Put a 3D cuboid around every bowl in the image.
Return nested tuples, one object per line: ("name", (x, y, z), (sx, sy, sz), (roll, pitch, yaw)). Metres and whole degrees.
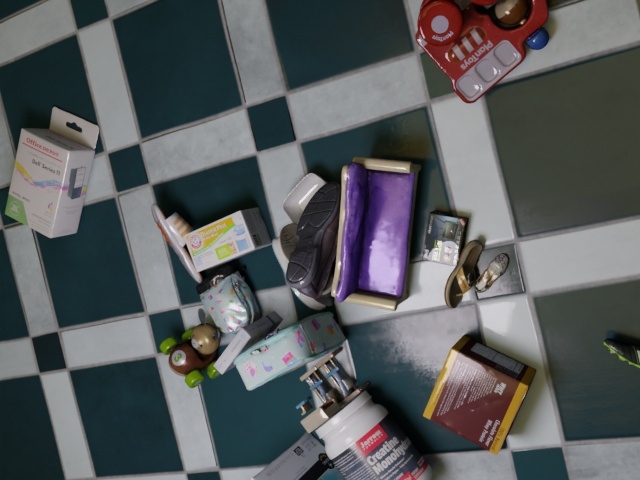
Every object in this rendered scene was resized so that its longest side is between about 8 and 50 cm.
("bowl", (-0.011, -0.090, 1.894), (0.142, 0.053, 0.142), (48, 112, 13))

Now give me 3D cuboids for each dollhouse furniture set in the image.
("dollhouse furniture set", (0.014, 0.382, 1.878), (0.129, 0.183, 0.129), (-42, 79, 23))

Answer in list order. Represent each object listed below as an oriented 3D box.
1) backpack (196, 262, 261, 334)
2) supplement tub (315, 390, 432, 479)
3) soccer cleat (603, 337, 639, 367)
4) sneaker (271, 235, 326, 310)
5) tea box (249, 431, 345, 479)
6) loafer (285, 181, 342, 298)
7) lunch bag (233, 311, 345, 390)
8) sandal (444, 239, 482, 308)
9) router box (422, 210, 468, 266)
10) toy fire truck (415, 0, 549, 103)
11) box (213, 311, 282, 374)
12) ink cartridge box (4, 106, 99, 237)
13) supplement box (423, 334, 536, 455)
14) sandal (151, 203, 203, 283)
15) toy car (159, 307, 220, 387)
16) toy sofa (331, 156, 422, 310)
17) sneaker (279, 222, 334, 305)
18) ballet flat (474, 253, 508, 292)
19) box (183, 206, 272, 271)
("backpack", (-0.252, 0.172, 2.011), (0.152, 0.115, 0.182), (-34, 86, 22))
("supplement tub", (0.134, 0.540, 1.842), (0.191, 0.191, 0.272), (-43, 79, 23))
("soccer cleat", (0.719, 0.254, 1.611), (0.178, 0.060, 0.072), (29, 99, 12))
("sneaker", (-0.039, 0.077, 1.916), (0.092, 0.087, 0.229), (-29, 88, 17))
("tea box", (-0.043, 0.727, 1.875), (0.323, 0.329, 0.220), (42, 111, 12))
("loafer", (0.000, 0.000, 1.774), (0.109, 0.095, 0.303), (-5, 54, 38))
("lunch bag", (-0.083, 0.279, 1.856), (0.224, 0.279, 0.108), (-30, 81, 27))
("sandal", (0.349, 0.086, 1.742), (0.049, 0.072, 0.180), (34, 107, 40))
("router box", (0.304, -0.004, 1.771), (0.092, 0.038, 0.123), (12, 102, 24))
("toy fire truck", (0.370, -0.488, 1.623), (0.302, 0.169, 0.254), (-39, 105, 25))
("box", (-0.193, 0.273, 1.957), (0.038, 0.186, 0.145), (43, 111, 13))
("ink cartridge box", (-0.818, -0.212, 2.212), (0.207, 0.119, 0.354), (24, 107, 20))
("supplement box", (0.381, 0.365, 1.738), (0.194, 0.129, 0.191), (25, 107, 20))
("sandal", (-0.389, -0.003, 2.068), (0.076, 0.102, 0.265), (-35, 106, -16))
("toy car", (-0.337, 0.285, 2.026), (0.155, 0.149, 0.188), (47, 130, 22))
("toy sofa", (0.139, -0.018, 1.769), (0.150, 0.177, 0.363), (9, 101, 22))
("sneaker", (-0.036, 0.066, 1.848), (0.083, 0.118, 0.222), (-26, 63, -8))
("ballet flat", (0.407, 0.082, 1.736), (0.041, 0.041, 0.114), (40, 111, 14))
("box", (-0.255, -0.002, 1.992), (0.203, 0.103, 0.114), (-22, 88, 26))
